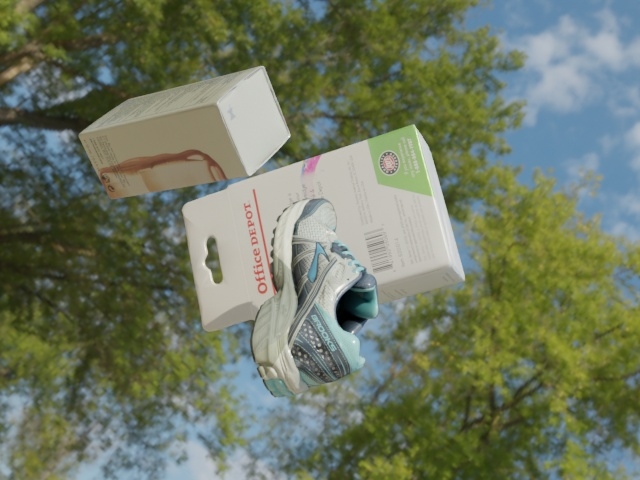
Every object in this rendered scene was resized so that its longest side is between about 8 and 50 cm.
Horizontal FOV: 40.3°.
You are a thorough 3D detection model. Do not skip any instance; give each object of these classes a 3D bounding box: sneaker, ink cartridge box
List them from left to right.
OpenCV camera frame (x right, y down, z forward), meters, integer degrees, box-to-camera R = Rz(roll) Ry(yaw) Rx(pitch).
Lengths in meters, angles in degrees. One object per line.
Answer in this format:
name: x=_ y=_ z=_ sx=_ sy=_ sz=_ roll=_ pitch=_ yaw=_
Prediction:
ink cartridge box: x=0.000 y=0.000 z=1.219 sx=0.353 sy=0.207 sz=0.119 roll=-16 pitch=-17 yaw=14
sneaker: x=0.011 y=0.055 z=0.984 sx=0.122 sy=0.283 sz=0.110 roll=-11 pitch=-49 yaw=17

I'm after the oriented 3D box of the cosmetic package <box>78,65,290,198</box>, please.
cosmetic package: x=-0.219 y=-0.169 z=1.402 sx=0.296 sy=0.153 sz=0.129 roll=-6 pitch=-62 yaw=34
